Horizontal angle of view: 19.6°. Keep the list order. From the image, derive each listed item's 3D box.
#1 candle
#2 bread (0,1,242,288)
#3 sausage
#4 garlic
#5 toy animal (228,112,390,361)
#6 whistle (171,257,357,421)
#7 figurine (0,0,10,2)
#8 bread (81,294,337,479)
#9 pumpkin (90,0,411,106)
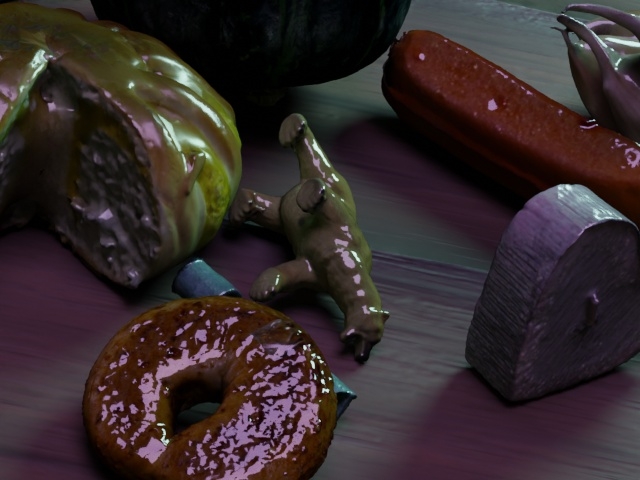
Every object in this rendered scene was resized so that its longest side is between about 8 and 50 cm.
[{"bbox_3d":[0.190,0.051,1.448,0.168,0.192,0.068,-45,51,1],"label":"candle"},{"bbox_3d":[-0.227,-0.098,1.511,0.333,0.160,0.333,9,33,-6],"label":"bread"},{"bbox_3d":[0.189,-0.089,1.676,0.330,0.102,0.102,33,40,28],"label":"sausage"},{"bbox_3d":[0.367,-0.162,1.741,0.292,0.210,0.237,-1,42,-32],"label":"garlic"},{"bbox_3d":[0.000,0.000,1.512,0.101,0.103,0.219,35,18,-29],"label":"toy animal"},{"bbox_3d":[-0.044,0.078,1.423,0.039,0.039,0.186,-20,46,-37],"label":"whistle"},{"bbox_3d":[-0.291,-0.304,1.816,0.192,0.147,0.126,-22,64,-13],"label":"figurine"},{"bbox_3d":[-0.077,0.118,1.329,0.193,0.064,0.193,0,48,0],"label":"bread"},{"bbox_3d":[-0.065,-0.242,1.706,0.315,0.238,0.315,3,18,-1],"label":"pumpkin"}]
